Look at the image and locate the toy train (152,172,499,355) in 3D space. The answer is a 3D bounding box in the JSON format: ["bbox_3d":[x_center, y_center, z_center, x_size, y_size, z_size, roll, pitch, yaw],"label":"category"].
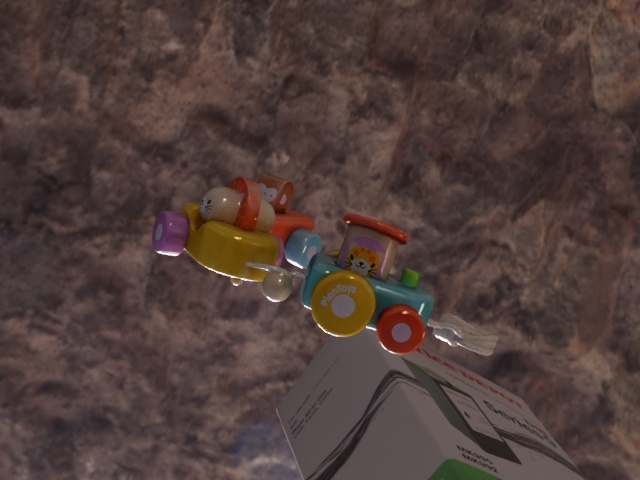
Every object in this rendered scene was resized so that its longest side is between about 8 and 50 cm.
[{"bbox_3d":[0.000,0.000,0.454,0.166,0.125,0.046,23,-79,35],"label":"toy train"}]

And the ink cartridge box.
[{"bbox_3d":[0.107,0.197,0.756,0.211,0.289,0.121,30,-78,-25],"label":"ink cartridge box"}]
